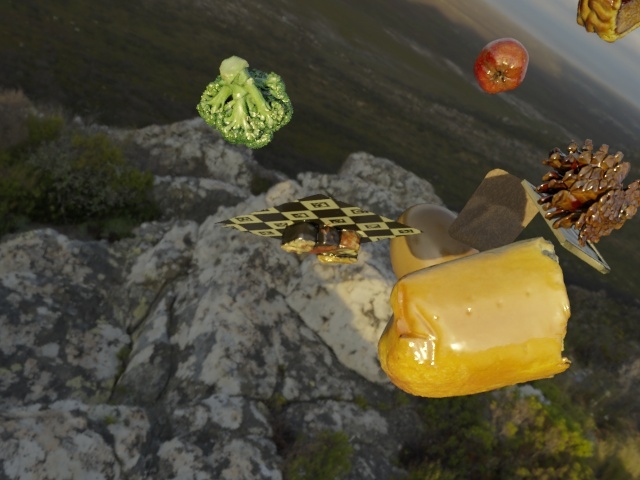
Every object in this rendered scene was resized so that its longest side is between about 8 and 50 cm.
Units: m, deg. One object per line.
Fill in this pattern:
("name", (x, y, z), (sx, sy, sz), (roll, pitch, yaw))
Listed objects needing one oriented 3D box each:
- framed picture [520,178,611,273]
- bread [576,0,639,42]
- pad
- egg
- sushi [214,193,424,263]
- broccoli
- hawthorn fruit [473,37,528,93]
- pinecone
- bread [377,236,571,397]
("framed picture", (0.560, -0.028, 1.340), (0.259, 0.023, 0.189), (22, 37, -41))
("bread", (0.530, -0.449, 0.957), (0.096, 0.222, 0.181), (55, -3, 37))
("pad", (0.486, -0.070, 1.624), (0.176, 0.266, 0.002), (25, 41, -2))
("egg", (0.392, 0.051, 2.034), (0.301, 0.301, 0.374), (1, 56, -45))
("sushi", (0.000, 0.000, 1.018), (0.290, 0.263, 0.050), (15, 71, -45))
("broccoli", (-0.215, -0.387, 1.619), (0.270, 0.270, 0.270), (50, -10, 26))
("hawthorn fruit", (0.541, -0.538, 1.748), (0.162, 0.163, 0.204), (29, 50, -10))
("pinecone", (0.489, -0.090, 1.081), (0.179, 0.150, 0.195), (-28, 88, -15))
("bread", (0.311, 0.194, 1.212), (0.361, 0.393, 0.250), (67, 8, -64))
